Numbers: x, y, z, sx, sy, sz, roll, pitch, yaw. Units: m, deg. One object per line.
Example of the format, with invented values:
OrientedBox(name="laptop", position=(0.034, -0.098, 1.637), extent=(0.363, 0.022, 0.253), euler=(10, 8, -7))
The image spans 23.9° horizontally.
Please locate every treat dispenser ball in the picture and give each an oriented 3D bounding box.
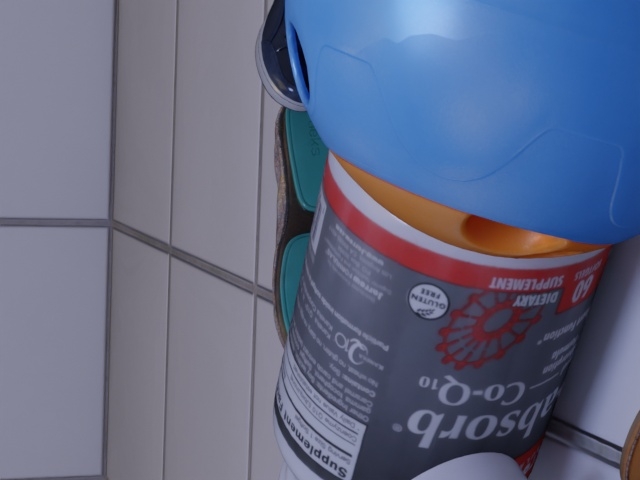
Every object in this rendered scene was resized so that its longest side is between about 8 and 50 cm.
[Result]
OrientedBox(name="treat dispenser ball", position=(0.123, -0.133, 0.880), extent=(0.288, 0.288, 0.288), euler=(-179, 90, -72))

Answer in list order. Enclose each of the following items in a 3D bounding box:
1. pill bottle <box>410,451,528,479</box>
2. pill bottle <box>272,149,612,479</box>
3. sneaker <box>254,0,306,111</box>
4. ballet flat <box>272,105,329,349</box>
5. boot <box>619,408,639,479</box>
OrientedBox(name="pill bottle", position=(0.135, 0.280, 0.982), extent=(0.264, 0.153, 0.153), euler=(62, 148, 35))
OrientedBox(name="pill bottle", position=(0.078, 0.087, 1.136), extent=(0.210, 0.210, 0.363), euler=(-114, 30, -51))
OrientedBox(name="sneaker", position=(-0.003, -0.259, 1.540), extent=(0.163, 0.086, 0.226), euler=(124, 155, -59))
OrientedBox(name="ballet flat", position=(0.000, 0.000, 1.570), extent=(0.106, 0.108, 0.316), euler=(106, 167, -67))
OrientedBox(name="boot", position=(0.240, 0.189, 0.874), extent=(0.152, 0.073, 0.197), euler=(-130, 32, -64))
